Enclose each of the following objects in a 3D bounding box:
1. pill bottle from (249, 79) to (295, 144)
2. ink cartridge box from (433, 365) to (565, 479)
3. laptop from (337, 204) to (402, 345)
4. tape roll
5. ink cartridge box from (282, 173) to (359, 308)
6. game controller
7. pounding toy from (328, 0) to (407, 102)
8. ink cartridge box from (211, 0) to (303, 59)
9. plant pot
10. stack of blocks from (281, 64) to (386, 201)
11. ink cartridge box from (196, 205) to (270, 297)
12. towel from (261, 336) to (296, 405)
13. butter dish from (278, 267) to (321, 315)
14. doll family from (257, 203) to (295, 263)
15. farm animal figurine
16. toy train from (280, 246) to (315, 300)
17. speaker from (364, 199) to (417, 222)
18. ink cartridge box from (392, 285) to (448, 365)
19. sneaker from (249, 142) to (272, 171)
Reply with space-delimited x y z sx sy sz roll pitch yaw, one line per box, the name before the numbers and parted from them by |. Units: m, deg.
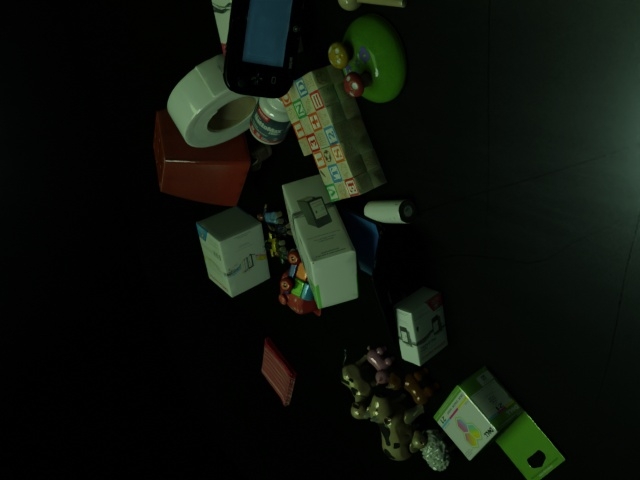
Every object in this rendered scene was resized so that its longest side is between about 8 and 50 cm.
pill bottle | -0.114 -0.337 1.694 0.108 0.107 0.180 58 152 11
ink cartridge box | 0.399 0.444 1.492 0.255 0.097 0.189 50 149 25
laptop | 0.110 0.079 1.577 0.136 0.264 0.234 -5 133 19
tape roll | -0.254 -0.367 1.720 0.100 0.286 0.286 59 152 11
ink cartridge box | 0.000 0.000 1.657 0.198 0.114 0.273 82 170 -50
game controller | -0.120 -0.478 1.444 0.067 0.166 0.320 -133 50 -63
pounding toy | 0.077 -0.382 1.333 0.183 0.110 0.237 37 142 40
ink cartridge box | -0.151 -0.541 1.518 0.100 0.171 0.237 27 135 48
plant pot | -0.369 -0.268 1.968 0.267 0.235 0.268 121 138 -58
stack of blocks | 0.026 -0.248 1.553 0.171 0.087 0.297 -8 106 61
ink cartridge box | -0.296 0.037 2.251 0.171 0.168 0.233 34 140 44
towel | -0.172 0.523 2.599 0.199 0.031 0.275 49 149 27
butter dish | -0.076 0.161 2.037 0.160 0.118 0.160 44 147 32
doll family | -0.141 -0.019 2.038 0.111 0.075 0.193 8 102 56
farm animal figurine | 0.182 0.466 1.796 0.330 0.172 0.327 -8 106 61
toy train | -0.011 0.059 1.883 0.143 0.105 0.248 26 110 23
speaker | 0.159 -0.066 1.514 0.136 0.055 0.055 3 115 59
ink cartridge box | 0.238 0.202 1.547 0.063 0.109 0.151 16 127 48
sneaker | -0.211 -0.247 1.973 0.066 0.071 0.188 62 152 2
